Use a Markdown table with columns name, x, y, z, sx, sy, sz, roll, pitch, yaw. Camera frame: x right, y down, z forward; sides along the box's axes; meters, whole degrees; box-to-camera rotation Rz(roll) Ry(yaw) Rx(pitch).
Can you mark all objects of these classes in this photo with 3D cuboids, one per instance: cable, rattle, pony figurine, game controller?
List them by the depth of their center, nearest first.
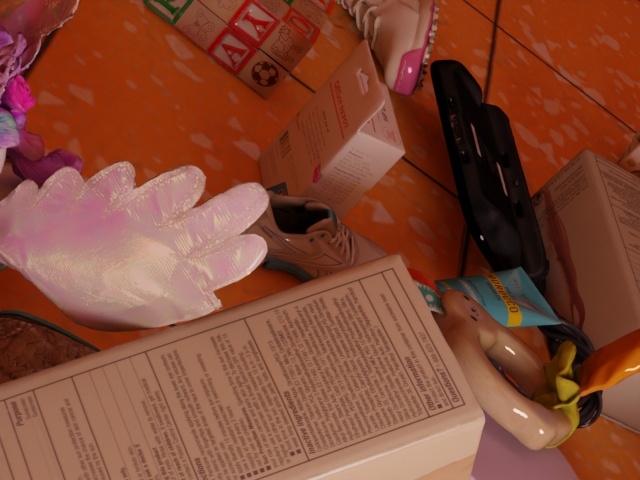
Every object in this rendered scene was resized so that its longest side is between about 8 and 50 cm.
| name | x | y | z | sx | sy | sz | roll | pitch | yaw |
| --- | --- | --- | --- | --- | --- | --- | --- | --- | --- |
| pony figurine | -0.249 | -0.060 | 1.022 | 0.363 | 0.351 | 0.302 | -3 | 75 | -47 |
| rattle | 0.148 | 0.055 | 1.202 | 0.130 | 0.142 | 0.199 | -16 | 61 | -48 |
| cable | 0.213 | 0.119 | 1.571 | 0.184 | 0.047 | 0.150 | 42 | 41 | 17 |
| game controller | 0.186 | -0.072 | 1.753 | 0.166 | 0.067 | 0.319 | 41 | 26 | -35 |

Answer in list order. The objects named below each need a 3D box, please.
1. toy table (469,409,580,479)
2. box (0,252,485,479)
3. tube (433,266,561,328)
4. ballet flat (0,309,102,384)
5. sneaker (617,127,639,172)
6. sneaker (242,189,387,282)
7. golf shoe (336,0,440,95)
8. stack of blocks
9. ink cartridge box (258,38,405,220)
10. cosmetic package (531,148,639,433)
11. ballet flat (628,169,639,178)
| name | x | y | z | sx | sy | sz | roll | pitch | yaw |
| --- | --- | --- | --- | --- | --- | --- | --- | --- | --- |
| toy table | 0.072 | 0.188 | 1.210 | 0.252 | 0.161 | 0.274 | 17 | 31 | -45 |
| box | -0.064 | 0.138 | 1.027 | 0.311 | 0.121 | 0.148 | -17 | 58 | -13 |
| tube | 0.138 | 0.064 | 1.521 | 0.207 | 0.052 | 0.080 | -5 | 53 | -34 |
| ballet flat | -0.165 | 0.117 | 1.164 | 0.206 | 0.073 | 0.067 | 22 | 64 | -26 |
| sneaker | 0.522 | -0.107 | 2.163 | 0.169 | 0.108 | 0.292 | 54 | 34 | 11 |
| sneaker | 0.000 | 0.000 | 1.450 | 0.191 | 0.083 | 0.071 | 17 | 57 | -35 |
| golf shoe | 0.073 | -0.288 | 1.898 | 0.140 | 0.115 | 0.306 | 9 | 42 | -6 |
| stack of blocks | -0.069 | -0.300 | 1.741 | 0.171 | 0.087 | 0.297 | 37 | 31 | -10 |
| ink cartridge box | 0.020 | -0.095 | 1.501 | 0.062 | 0.181 | 0.104 | 22 | 37 | -31 |
| cosmetic package | 0.336 | 0.057 | 1.731 | 0.153 | 0.129 | 0.296 | 28 | 34 | -26 |
| ballet flat | 0.482 | 0.028 | 1.954 | 0.316 | 0.106 | 0.107 | 39 | 31 | -8 |
